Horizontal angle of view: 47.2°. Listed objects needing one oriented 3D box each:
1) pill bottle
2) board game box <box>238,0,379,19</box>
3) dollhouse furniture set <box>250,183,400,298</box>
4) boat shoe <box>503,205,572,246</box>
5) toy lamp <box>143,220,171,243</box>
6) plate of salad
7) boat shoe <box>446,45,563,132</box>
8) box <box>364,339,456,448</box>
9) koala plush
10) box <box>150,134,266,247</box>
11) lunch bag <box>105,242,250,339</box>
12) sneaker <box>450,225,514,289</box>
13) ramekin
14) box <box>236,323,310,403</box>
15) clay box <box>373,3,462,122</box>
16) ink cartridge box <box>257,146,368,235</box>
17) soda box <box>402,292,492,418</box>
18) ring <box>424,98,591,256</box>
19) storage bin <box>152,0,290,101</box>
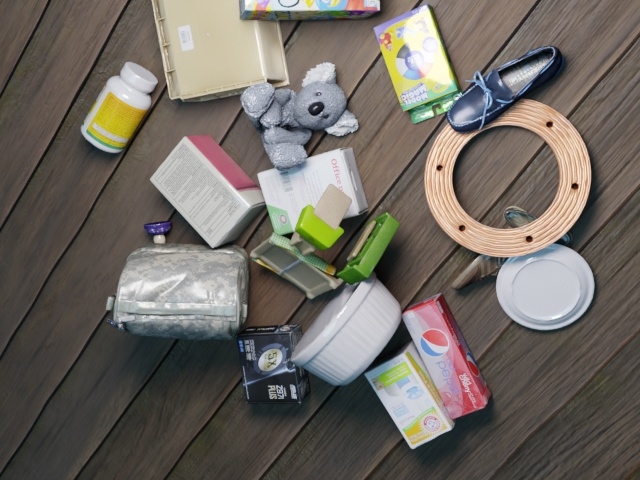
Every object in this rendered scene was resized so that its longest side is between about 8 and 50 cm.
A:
[{"bbox_3d":[-0.489,-0.328,1.798,0.118,0.117,0.208,41,110,9],"label":"pill bottle"},{"bbox_3d":[-0.029,-0.537,1.517,0.276,0.142,0.144,-4,100,-10],"label":"board game box"},{"bbox_3d":[0.000,0.000,1.641,0.198,0.151,0.301,37,154,-12],"label":"dollhouse furniture set"},{"bbox_3d":[0.455,-0.024,1.547,0.152,0.049,0.056,25,109,16],"label":"boat shoe"},{"bbox_3d":[-0.400,0.091,1.864,0.080,0.080,0.274,-4,97,20],"label":"toy lamp"},{"bbox_3d":[0.477,0.096,1.563,0.200,0.048,0.199,4,110,11],"label":"plate of salad"},{"bbox_3d":[0.364,-0.321,1.490,0.258,0.089,0.109,-39,74,12],"label":"boat shoe"},{"bbox_3d":[0.211,0.351,1.675,0.114,0.103,0.203,-33,88,22],"label":"box"},{"bbox_3d":[-0.040,-0.286,1.634,0.221,0.203,0.196,-27,99,1],"label":"koala plush"},{"bbox_3d":[-0.261,-0.121,1.748,0.232,0.127,0.148,47,111,6],"label":"box"},{"bbox_3d":[-0.318,0.127,1.702,0.305,0.256,0.212,3,99,-3],"label":"lunch bag"},{"bbox_3d":[0.365,0.055,1.587,0.071,0.066,0.188,44,112,2],"label":"sneaker"},{"bbox_3d":[0.066,0.200,1.623,0.127,0.273,0.273,40,110,-2],"label":"ramekin"},{"bbox_3d":[-0.115,0.304,1.798,0.148,0.077,0.180,-4,98,20],"label":"box"},{"bbox_3d":[0.213,-0.375,1.570,0.128,0.053,0.222,-20,92,22],"label":"clay box"},{"bbox_3d":[-0.015,-0.113,1.679,0.213,0.093,0.154,-14,96,23],"label":"ink cartridge box"},{"bbox_3d":[0.283,0.258,1.643,0.092,0.083,0.263,-26,90,22],"label":"soda box"},{"bbox_3d":[0.386,-0.131,1.533,0.337,0.032,0.336,-1,86,17],"label":"ring"},{"bbox_3d":[-0.231,-0.466,1.678,0.261,0.123,0.262,-6,98,21],"label":"storage bin"}]
